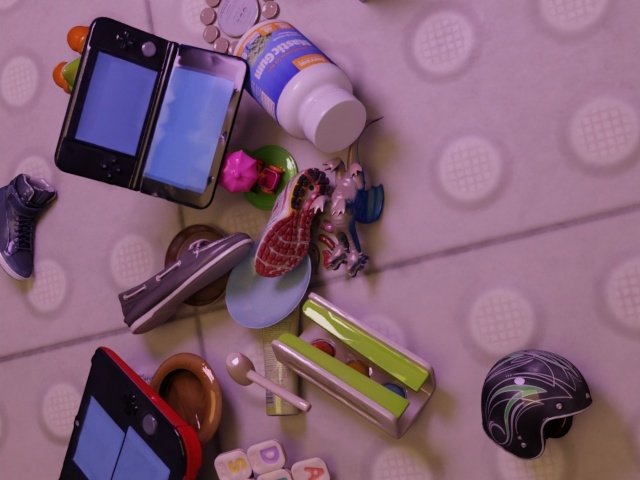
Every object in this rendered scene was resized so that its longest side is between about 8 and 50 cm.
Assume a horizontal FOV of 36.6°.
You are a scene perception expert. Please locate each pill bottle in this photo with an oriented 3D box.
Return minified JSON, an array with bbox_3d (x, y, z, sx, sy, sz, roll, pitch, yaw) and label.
[{"bbox_3d":[-0.036,-0.280,1.773,0.152,0.152,0.272,-53,51,14],"label":"pill bottle"}]

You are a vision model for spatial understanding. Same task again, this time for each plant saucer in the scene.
[{"bbox_3d":[-0.093,0.084,1.850,0.195,0.037,0.195,-16,56,26],"label":"plant saucer"},{"bbox_3d":[-0.240,0.051,1.954,0.168,0.029,0.168,-3,84,27],"label":"plant saucer"}]

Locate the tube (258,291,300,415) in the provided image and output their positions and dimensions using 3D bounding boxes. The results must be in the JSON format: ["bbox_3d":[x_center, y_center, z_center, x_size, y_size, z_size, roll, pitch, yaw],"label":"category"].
[{"bbox_3d":[-0.073,0.213,1.847,0.070,0.062,0.240,1,79,-17],"label":"tube"}]

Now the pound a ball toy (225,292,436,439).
[{"bbox_3d":[0.017,0.247,1.732,0.319,0.135,0.208,29,68,24],"label":"pound a ball toy"}]

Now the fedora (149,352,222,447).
[{"bbox_3d":[-0.253,0.320,1.913,0.194,0.079,0.194,-6,78,29],"label":"fedora"}]

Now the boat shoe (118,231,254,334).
[{"bbox_3d":[-0.276,0.064,1.893,0.335,0.112,0.095,-37,76,24],"label":"boat shoe"}]

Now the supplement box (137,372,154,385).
[{"bbox_3d":[-0.391,0.313,1.992,0.098,0.062,0.036,-35,70,20],"label":"supplement box"}]

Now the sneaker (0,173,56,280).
[{"bbox_3d":[-0.649,-0.038,2.134,0.163,0.086,0.226,-28,73,25],"label":"sneaker"}]

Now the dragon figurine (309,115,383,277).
[{"bbox_3d":[0.061,-0.080,1.779,0.085,0.144,0.289,6,70,29],"label":"dragon figurine"}]

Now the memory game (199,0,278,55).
[{"bbox_3d":[-0.166,-0.460,1.963,0.186,0.012,0.186,-2,86,27],"label":"memory game"}]

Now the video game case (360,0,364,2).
[{"bbox_3d":[0.118,-0.552,1.696,0.269,0.244,0.061,-32,73,21],"label":"video game case"}]

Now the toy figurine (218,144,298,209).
[{"bbox_3d":[-0.154,-0.138,1.851,0.173,0.159,0.130,26,98,27],"label":"toy figurine"}]

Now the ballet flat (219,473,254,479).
[{"bbox_3d":[-0.206,0.506,1.888,0.203,0.074,0.074,-23,76,17],"label":"ballet flat"}]

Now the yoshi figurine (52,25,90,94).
[{"bbox_3d":[-0.387,-0.307,2.004,0.203,0.203,0.362,-38,52,-16],"label":"yoshi figurine"}]

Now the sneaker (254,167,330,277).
[{"bbox_3d":[-0.057,-0.031,1.828,0.225,0.088,0.093,-61,19,-6],"label":"sneaker"}]

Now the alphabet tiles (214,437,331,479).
[{"bbox_3d":[-0.095,0.520,1.808,0.278,0.021,0.284,-19,89,14],"label":"alphabet tiles"}]

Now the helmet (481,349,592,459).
[{"bbox_3d":[0.348,0.256,1.569,0.169,0.169,0.161,28,115,26],"label":"helmet"}]

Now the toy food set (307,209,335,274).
[{"bbox_3d":[0.000,0.000,1.841,0.078,0.019,0.122,-14,80,25],"label":"toy food set"}]

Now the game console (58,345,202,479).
[{"bbox_3d":[-0.392,0.453,1.916,0.342,0.060,0.386,35,116,31],"label":"game console"}]

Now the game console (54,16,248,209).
[{"bbox_3d":[-0.306,-0.230,1.753,0.173,0.250,0.293,16,91,51],"label":"game console"}]
